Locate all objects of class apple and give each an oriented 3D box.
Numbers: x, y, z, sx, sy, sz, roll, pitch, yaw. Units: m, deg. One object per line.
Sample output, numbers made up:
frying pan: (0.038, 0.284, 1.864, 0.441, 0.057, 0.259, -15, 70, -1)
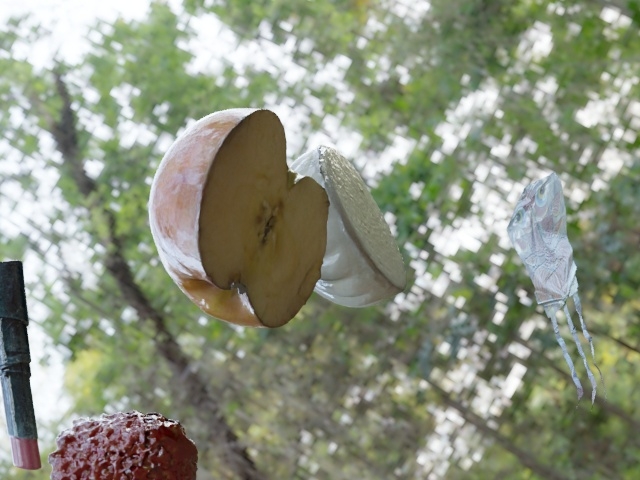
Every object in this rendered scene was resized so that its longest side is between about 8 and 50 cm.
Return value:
apple: (-0.127, -0.026, 1.872, 0.293, 0.163, 0.251, 57, -132, -44)

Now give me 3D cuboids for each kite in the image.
kite: (0.225, 0.054, 1.381, 0.016, 0.229, 0.127, -7, -19, -15)

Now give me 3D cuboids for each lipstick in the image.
lipstick: (-0.340, 0.141, 1.642, 0.053, 0.053, 0.234, 2, -104, -66)

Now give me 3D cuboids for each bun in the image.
bun: (0.000, 0.000, 2.235, 0.175, 0.263, 0.263, -29, -16, 15)

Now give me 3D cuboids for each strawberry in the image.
strawberry: (-0.276, 0.339, 2.180, 0.178, 0.234, 0.234, -38, -9, 31)
